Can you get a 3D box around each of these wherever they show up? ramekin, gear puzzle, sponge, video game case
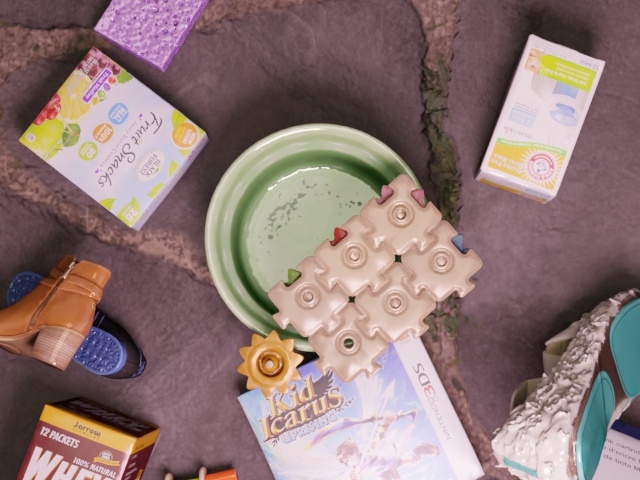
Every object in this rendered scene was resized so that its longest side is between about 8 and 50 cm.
[{"bbox_3d":[0.000,0.000,1.566,0.303,0.148,0.303,0,86,2],"label":"ramekin"},{"bbox_3d":[0.038,0.084,1.466,0.339,0.044,0.175,-41,87,1],"label":"gear puzzle"},{"bbox_3d":[-0.225,-0.363,1.659,0.117,0.031,0.210,32,87,4],"label":"sponge"},{"bbox_3d":[0.056,0.270,1.589,0.269,0.061,0.244,-26,84,0],"label":"video game case"}]

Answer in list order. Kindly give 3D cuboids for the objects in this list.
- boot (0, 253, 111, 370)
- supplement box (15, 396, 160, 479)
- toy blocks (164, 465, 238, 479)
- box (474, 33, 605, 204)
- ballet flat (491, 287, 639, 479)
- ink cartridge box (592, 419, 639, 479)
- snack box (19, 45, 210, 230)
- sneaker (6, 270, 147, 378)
[{"bbox_3d":[-0.384,0.084,1.554,0.197,0.073,0.152,16,72,25],"label":"boot"},{"bbox_3d":[-0.323,0.327,1.531,0.129,0.191,0.194,20,86,3],"label":"supplement box"},{"bbox_3d":[-0.136,0.375,1.590,0.148,0.054,0.123,-8,86,1],"label":"toy blocks"},{"bbox_3d":[0.304,-0.165,1.590,0.114,0.103,0.203,21,87,4],"label":"box"},{"bbox_3d":[0.330,0.176,1.469,0.147,0.409,0.147,14,120,26],"label":"ballet flat"},{"bbox_3d":[0.431,0.336,1.453,0.324,0.330,0.071,22,127,3],"label":"ink cartridge box"},{"bbox_3d":[-0.292,-0.144,1.626,0.207,0.070,0.174,37,87,2],"label":"snack box"},{"bbox_3d":[-0.345,0.126,1.609,0.232,0.090,0.081,34,89,25],"label":"sneaker"}]
